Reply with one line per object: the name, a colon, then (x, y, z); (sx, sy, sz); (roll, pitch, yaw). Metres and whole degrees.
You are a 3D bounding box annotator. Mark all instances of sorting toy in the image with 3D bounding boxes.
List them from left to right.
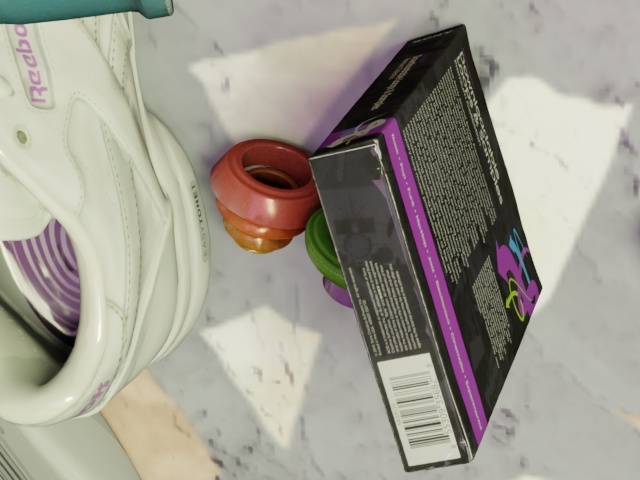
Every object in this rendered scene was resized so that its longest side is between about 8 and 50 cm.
sorting toy: (0.000, 0.000, 0.778); (0.102, 0.061, 0.042); (39, 131, 26)

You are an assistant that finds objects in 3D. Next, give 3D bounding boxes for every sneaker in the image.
sneaker: (-0.123, -0.075, 0.729); (0.114, 0.152, 0.305); (-15, 104, 18)

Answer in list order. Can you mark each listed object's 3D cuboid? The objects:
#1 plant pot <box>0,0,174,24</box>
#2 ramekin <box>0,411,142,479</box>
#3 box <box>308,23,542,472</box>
plant pot: (-0.192, -0.175, 0.570); (0.255, 0.271, 0.271); (-11, 107, -2)
ramekin: (-0.165, 0.128, 0.750); (0.135, 0.277, 0.277); (-33, 100, 12)
box: (0.043, -0.003, 0.712); (0.029, 0.162, 0.116); (-12, 105, 20)
